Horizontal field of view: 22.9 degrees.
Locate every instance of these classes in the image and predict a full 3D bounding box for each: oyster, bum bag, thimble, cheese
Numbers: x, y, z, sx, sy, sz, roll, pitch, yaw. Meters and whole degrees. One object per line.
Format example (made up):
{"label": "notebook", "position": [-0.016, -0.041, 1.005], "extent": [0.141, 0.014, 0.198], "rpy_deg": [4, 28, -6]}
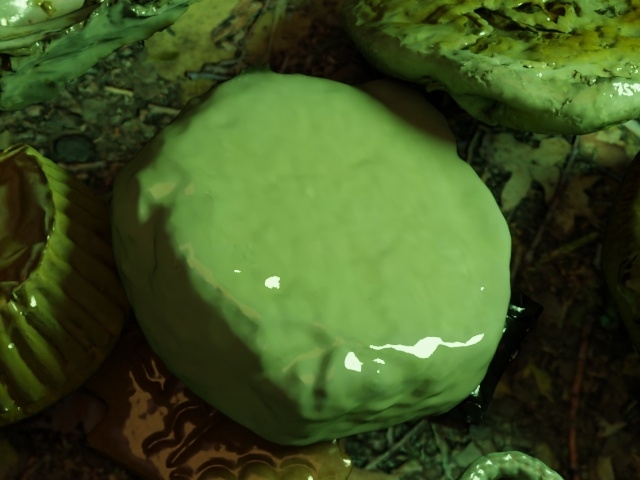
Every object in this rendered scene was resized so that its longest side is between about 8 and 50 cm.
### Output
{"label": "oyster", "position": [-0.228, -0.205, 1.359], "extent": [0.341, 0.110, 0.166], "rpy_deg": [-39, 80, -19]}
{"label": "bum bag", "position": [0.134, 0.091, 1.296], "extent": [0.058, 0.034, 0.124], "rpy_deg": [34, 70, -3]}
{"label": "thimble", "position": [0.144, 0.226, 1.216], "extent": [0.102, 0.090, 0.115], "rpy_deg": [-9, 67, -10]}
{"label": "cheese", "position": [0.000, 0.000, 1.223], "extent": [0.318, 0.115, 0.326], "rpy_deg": [30, 46, -5]}

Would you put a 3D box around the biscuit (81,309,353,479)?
{"label": "biscuit", "position": [-0.071, 0.126, 1.267], "extent": [0.284, 0.043, 0.306], "rpy_deg": [-14, 70, -8]}

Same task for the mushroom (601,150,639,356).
{"label": "mushroom", "position": [0.389, 0.029, 1.253], "extent": [0.345, 0.239, 0.345], "rpy_deg": [0, 88, -12]}

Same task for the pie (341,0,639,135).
{"label": "pie", "position": [0.181, -0.195, 1.326], "extent": [0.339, 0.077, 0.339], "rpy_deg": [-3, 37, 2]}

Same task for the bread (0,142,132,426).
{"label": "bread", "position": [-0.264, 0.035, 1.224], "extent": [0.240, 0.139, 0.240], "rpy_deg": [-9, 59, 16]}
